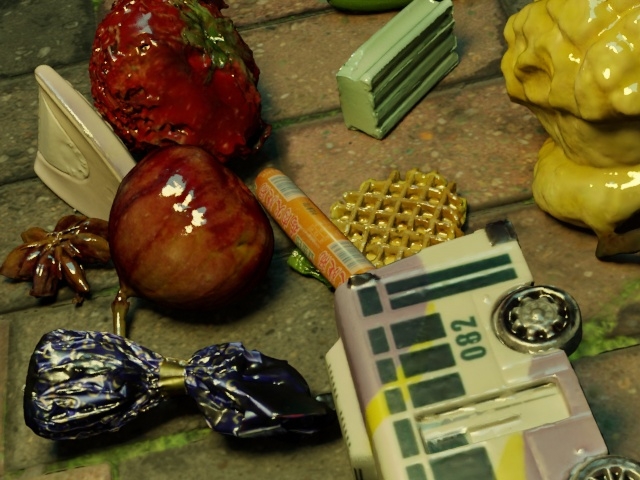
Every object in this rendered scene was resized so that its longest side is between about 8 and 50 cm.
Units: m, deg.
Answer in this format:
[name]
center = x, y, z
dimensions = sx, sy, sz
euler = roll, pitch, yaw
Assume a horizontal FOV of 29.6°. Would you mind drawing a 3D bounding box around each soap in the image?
[soap]
center = 0.109, -0.241, 1.671
dimensions = 0.063, 0.115, 0.198
euler = 25, 55, 32

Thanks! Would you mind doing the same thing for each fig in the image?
[fig]
center = -0.184, 0.011, 1.460
dimensions = 0.249, 0.204, 0.186
euler = -38, 10, 17

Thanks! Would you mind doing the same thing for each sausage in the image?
[sausage]
center = 0.000, 0.000, 1.467
dimensions = 0.053, 0.053, 0.348
euler = -27, 41, -14

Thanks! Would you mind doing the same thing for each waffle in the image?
[waffle]
center = 0.098, -0.021, 1.512
dimensions = 0.191, 0.038, 0.191
euler = -6, 46, 7

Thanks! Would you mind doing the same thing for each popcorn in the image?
[popcorn]
center = 0.376, -0.168, 1.427
dimensions = 0.349, 0.349, 0.382
euler = 4, 85, 15

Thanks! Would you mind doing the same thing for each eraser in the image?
[eraser]
center = -0.284, -0.093, 1.583
dimensions = 0.243, 0.204, 0.059
euler = 40, 55, 14

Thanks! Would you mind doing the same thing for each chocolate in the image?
[chocolate]
center = -0.145, 0.161, 1.339
dimensions = 0.343, 0.126, 0.148
euler = 0, 5, 8

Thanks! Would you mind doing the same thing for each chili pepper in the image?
[chili pepper]
center = -0.003, 0.036, 1.488
dimensions = 0.091, 0.034, 0.030
euler = 29, 92, 32

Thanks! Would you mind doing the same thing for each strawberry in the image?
[strawberry]
center = -0.196, -0.199, 1.610
dimensions = 0.220, 0.274, 0.274
euler = -35, 38, 27

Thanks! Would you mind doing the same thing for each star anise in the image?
[star anise]
center = -0.334, 0.015, 1.555
dimensions = 0.167, 0.057, 0.168
euler = -5, 47, 6

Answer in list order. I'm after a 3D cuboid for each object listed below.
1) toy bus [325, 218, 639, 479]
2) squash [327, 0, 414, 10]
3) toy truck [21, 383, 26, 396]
[toy bus]
center = 0.155, 0.211, 1.156
dimensions = 0.249, 0.209, 0.440
euler = -15, 47, 0
[squash]
center = 0.142, -0.401, 1.840
dimensions = 0.292, 0.082, 0.082
euler = -12, 45, 2
[toy truck]
center = -0.311, 0.164, 1.428
dimensions = 0.083, 0.024, 0.032
euler = -8, 74, 0
